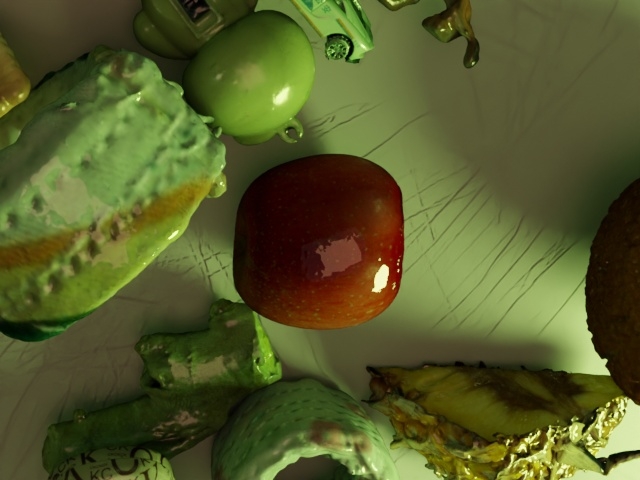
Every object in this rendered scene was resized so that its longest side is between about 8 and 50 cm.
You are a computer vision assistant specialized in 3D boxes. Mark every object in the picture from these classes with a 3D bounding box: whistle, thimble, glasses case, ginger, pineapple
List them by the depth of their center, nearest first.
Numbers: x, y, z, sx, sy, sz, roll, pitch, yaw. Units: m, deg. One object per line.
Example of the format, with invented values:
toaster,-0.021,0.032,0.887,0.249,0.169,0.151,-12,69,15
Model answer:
thimble,-0.230,-0.047,1.013,0.288,0.254,0.167,-30,114,22
whistle,-0.105,-0.218,1.070,0.141,0.141,0.294,-33,82,2
ginger,-0.172,0.172,1.204,0.290,0.089,0.137,-42,129,11
glasses case,-0.212,0.358,1.222,0.137,0.085,0.355,-8,130,-9
thimble,-0.026,0.267,1.227,0.211,0.149,0.185,-40,113,5
pineapple,0.220,0.241,1.256,0.334,0.158,0.161,3,109,-12

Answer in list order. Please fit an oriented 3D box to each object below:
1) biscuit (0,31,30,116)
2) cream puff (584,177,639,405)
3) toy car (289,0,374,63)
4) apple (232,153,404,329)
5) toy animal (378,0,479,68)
biscuit,-0.391,-0.113,1.037,0.249,0.160,0.030,-39,150,4
cream puff,0.410,0.055,1.186,0.303,0.212,0.303,4,79,-22
toy car,-0.009,-0.244,1.038,0.058,0.093,0.186,-31,126,23
apple,0.000,0.000,1.122,0.168,0.181,0.181,3,109,-11
toy animal,0.071,-0.326,1.065,0.312,0.097,0.157,37,93,-21
